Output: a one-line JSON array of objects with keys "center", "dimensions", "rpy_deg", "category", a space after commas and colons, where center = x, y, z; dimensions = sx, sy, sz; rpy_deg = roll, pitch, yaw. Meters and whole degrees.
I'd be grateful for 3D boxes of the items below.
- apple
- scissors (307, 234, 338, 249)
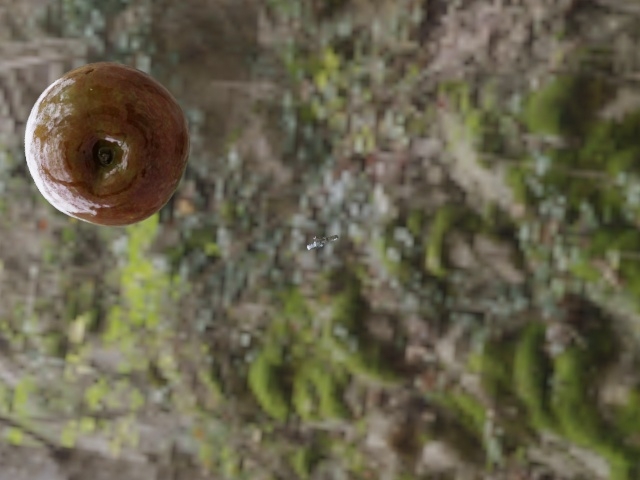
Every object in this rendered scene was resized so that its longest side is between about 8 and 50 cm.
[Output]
[{"center": [-0.241, -0.107, 2.095], "dimensions": [0.174, 0.188, 0.188], "rpy_deg": [-110, 19, -78], "category": "apple"}, {"center": [0.000, 0.000, 1.994], "dimensions": [0.083, 0.036, 0.006], "rpy_deg": [36, -147, -83], "category": "scissors"}]
